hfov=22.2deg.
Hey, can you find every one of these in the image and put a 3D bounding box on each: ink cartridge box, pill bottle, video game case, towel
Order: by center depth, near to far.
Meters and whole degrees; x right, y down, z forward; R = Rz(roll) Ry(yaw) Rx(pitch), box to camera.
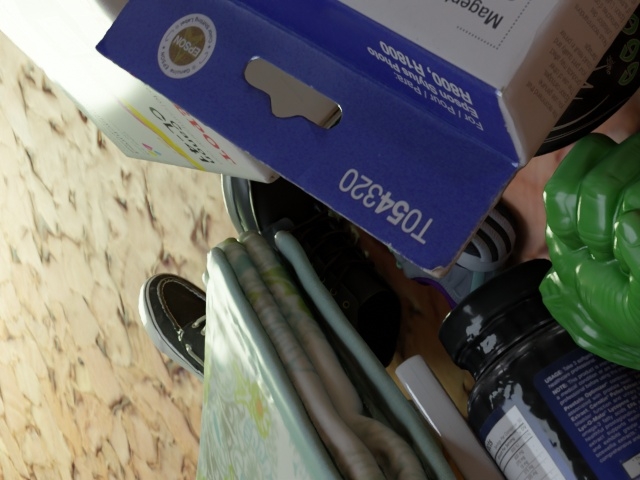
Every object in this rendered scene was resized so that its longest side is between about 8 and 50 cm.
[{"bbox_3d":[0.040,-0.193,0.912,0.324,0.330,0.071,34,177,38],"label":"ink cartridge box"},{"bbox_3d":[0.173,0.124,1.064,0.219,0.123,0.123,57,148,22],"label":"pill bottle"},{"bbox_3d":[0.136,0.201,1.169,0.227,0.026,0.206,56,180,22],"label":"video game case"},{"bbox_3d":[-0.005,0.210,1.235,0.374,0.090,0.320,-121,28,-49],"label":"towel"},{"bbox_3d":[-0.130,-0.171,1.266,0.226,0.131,0.306,47,166,-23],"label":"ink cartridge box"}]

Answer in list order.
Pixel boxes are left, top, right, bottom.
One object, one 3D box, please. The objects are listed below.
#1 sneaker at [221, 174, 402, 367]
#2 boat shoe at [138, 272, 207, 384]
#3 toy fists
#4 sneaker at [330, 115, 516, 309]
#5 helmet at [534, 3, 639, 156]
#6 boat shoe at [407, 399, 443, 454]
[{"bbox_3d":[0.000,0.000,1.334,0.118,0.083,0.222,3,117,50],"label":"sneaker"},{"bbox_3d":[-0.090,0.099,1.540,0.219,0.078,0.070,46,144,22],"label":"boat shoe"},{"bbox_3d":[0.230,0.047,0.951,0.279,0.096,0.142,49,143,34],"label":"toy fists"},{"bbox_3d":[0.053,-0.019,1.221,0.224,0.083,0.098,42,146,38],"label":"sneaker"},{"bbox_3d":[0.106,-0.125,0.981,0.169,0.161,0.169,36,137,44],"label":"helmet"},{"bbox_3d":[0.067,0.245,1.360,0.083,0.076,0.226,7,114,58],"label":"boat shoe"}]
